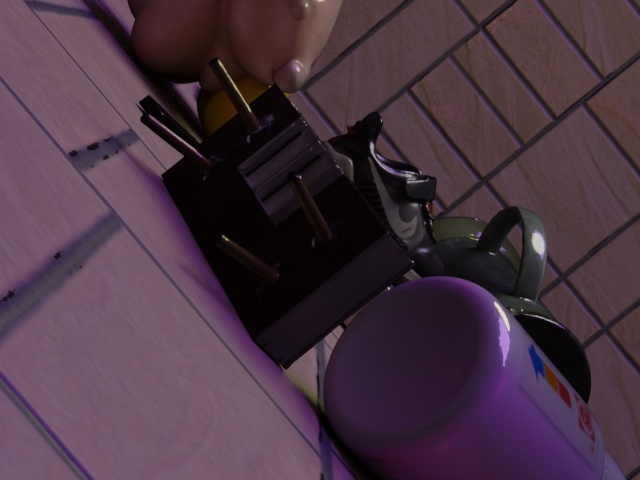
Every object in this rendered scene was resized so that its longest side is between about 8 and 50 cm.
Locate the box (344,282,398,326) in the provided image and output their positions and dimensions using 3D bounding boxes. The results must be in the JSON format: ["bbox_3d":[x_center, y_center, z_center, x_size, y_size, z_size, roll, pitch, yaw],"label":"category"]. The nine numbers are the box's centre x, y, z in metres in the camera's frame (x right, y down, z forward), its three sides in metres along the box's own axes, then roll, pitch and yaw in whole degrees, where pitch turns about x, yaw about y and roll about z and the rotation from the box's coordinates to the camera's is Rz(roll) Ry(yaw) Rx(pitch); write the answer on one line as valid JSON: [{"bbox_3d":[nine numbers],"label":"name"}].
[{"bbox_3d":[0.000,0.000,1.773,0.243,0.067,0.155,51,6,12],"label":"box"}]

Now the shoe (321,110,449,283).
[{"bbox_3d":[0.081,-0.043,1.766,0.227,0.112,0.099,45,5,-10],"label":"shoe"}]

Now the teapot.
[{"bbox_3d":[0.197,0.093,1.851,0.200,0.270,0.337,18,15,-15],"label":"teapot"}]

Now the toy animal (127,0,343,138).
[{"bbox_3d":[-0.125,-0.251,1.817,0.247,0.277,0.345,21,-1,-12],"label":"toy animal"}]

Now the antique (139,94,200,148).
[{"bbox_3d":[-0.127,-0.092,1.578,0.031,0.015,0.192,51,3,29],"label":"antique"}]

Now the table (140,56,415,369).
[{"bbox_3d":[-0.048,-0.037,1.178,0.111,0.121,0.240,49,4,-38],"label":"table"}]

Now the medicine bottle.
[{"bbox_3d":[0.122,0.149,1.173,0.254,0.152,0.152,48,4,-43],"label":"medicine bottle"}]
